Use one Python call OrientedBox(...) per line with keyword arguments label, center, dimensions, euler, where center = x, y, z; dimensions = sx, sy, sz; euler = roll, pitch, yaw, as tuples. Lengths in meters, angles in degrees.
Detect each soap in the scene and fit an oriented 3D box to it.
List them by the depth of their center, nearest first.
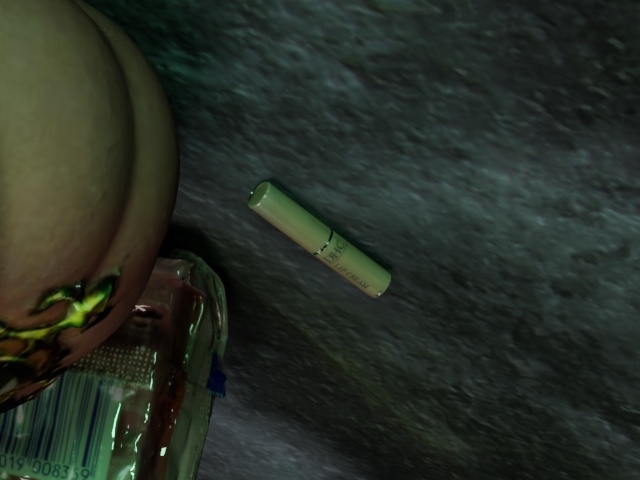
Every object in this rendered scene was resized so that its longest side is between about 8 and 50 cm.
OrientedBox(label="soap", center=(-0.199, 0.082, 0.973), dimensions=(0.273, 0.217, 0.098), euler=(7, 163, 15))

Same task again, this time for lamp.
OrientedBox(label="lamp", center=(-0.222, -0.027, 0.769), dimensions=(0.305, 0.239, 0.305), euler=(-24, 160, -9))

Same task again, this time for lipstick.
OrientedBox(label="lipstick", center=(0.000, 0.000, 0.890), dimensions=(0.094, 0.019, 0.019), euler=(36, 147, -24))
